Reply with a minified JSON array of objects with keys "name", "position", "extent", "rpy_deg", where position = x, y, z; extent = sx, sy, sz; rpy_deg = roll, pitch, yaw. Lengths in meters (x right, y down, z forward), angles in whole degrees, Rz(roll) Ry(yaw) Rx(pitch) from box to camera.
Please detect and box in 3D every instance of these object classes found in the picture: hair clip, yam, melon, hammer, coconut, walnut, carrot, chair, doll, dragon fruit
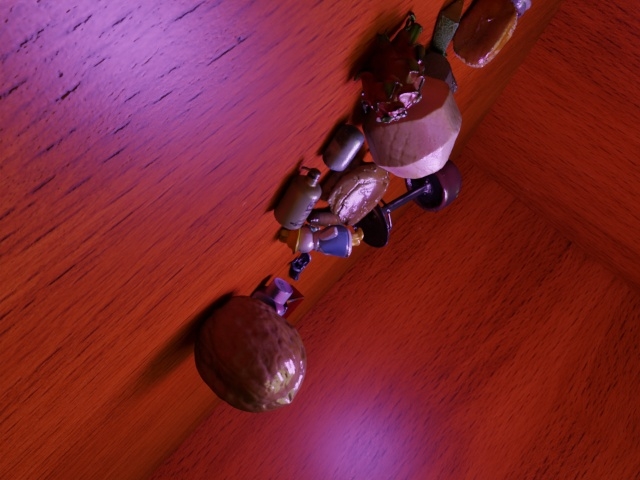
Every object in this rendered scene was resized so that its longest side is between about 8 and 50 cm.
[{"name":"hair clip","position":[-0.093,0.117,1.953],"extent":[0.083,0.048,0.275],"rpy_deg":[-46,174,-20]},{"name":"yam","position":[0.327,-0.450,1.433],"extent":[0.106,0.106,0.259],"rpy_deg":[-51,167,14]},{"name":"melon","position":[0.326,-0.540,1.315],"extent":[0.262,0.053,0.114],"rpy_deg":[24,89,-83]},{"name":"hammer","position":[0.075,-0.244,1.276],"extent":[0.116,0.069,0.194],"rpy_deg":[-55,176,29]},{"name":"coconut","position":[0.220,-0.293,1.255],"extent":[0.259,0.259,0.259],"rpy_deg":[-46,169,-11]},{"name":"walnut","position":[-0.195,0.336,1.477],"extent":[0.306,0.344,0.306],"rpy_deg":[-37,163,-13]},{"name":"carrot","position":[0.024,-0.072,1.667],"extent":[0.070,0.070,0.342],"rpy_deg":[-51,168,12]},{"name":"chair","position":[0.318,-0.157,1.897],"extent":[0.401,0.226,0.226],"rpy_deg":[-29,162,-26]},{"name":"doll","position":[0.000,-0.001,1.463],"extent":[0.135,0.241,0.099],"rpy_deg":[-138,-126,-80]},{"name":"dragon fruit","position":[0.155,-0.357,1.038],"extent":[0.137,0.135,0.236],"rpy_deg":[-14,123,-74]}]

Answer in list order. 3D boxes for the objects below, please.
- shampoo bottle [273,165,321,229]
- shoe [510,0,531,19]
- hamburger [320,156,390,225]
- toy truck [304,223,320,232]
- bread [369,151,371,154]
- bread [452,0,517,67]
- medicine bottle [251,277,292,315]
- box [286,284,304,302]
[{"name":"shampoo bottle","position":[-0.046,-0.106,1.210],"extent":[0.079,0.079,0.162],"rpy_deg":[-33,162,-55]},{"name":"shoe","position":[0.543,-0.665,1.536],"extent":[0.125,0.099,0.227],"rpy_deg":[-52,173,1]},{"name":"hamburger","position":[0.115,-0.160,1.533],"extent":[0.211,0.132,0.309],"rpy_deg":[-46,168,9]},{"name":"toy truck","position":[-0.032,-0.022,1.597],"extent":[0.154,0.080,0.078],"rpy_deg":[57,57,-79]},{"name":"bread","position":[0.214,-0.320,1.595],"extent":[0.157,0.044,0.052],"rpy_deg":[-46,175,-6]},{"name":"bread","position":[0.451,-0.576,1.397],"extent":[0.190,0.132,0.114],"rpy_deg":[-57,168,24]},{"name":"medicine bottle","position":[-0.179,0.221,1.732],"extent":[0.188,0.119,0.094],"rpy_deg":[-52,169,17]},{"name":"box","position":[-0.186,0.275,1.985],"extent":[0.197,0.089,0.313],"rpy_deg":[-48,170,5]}]
